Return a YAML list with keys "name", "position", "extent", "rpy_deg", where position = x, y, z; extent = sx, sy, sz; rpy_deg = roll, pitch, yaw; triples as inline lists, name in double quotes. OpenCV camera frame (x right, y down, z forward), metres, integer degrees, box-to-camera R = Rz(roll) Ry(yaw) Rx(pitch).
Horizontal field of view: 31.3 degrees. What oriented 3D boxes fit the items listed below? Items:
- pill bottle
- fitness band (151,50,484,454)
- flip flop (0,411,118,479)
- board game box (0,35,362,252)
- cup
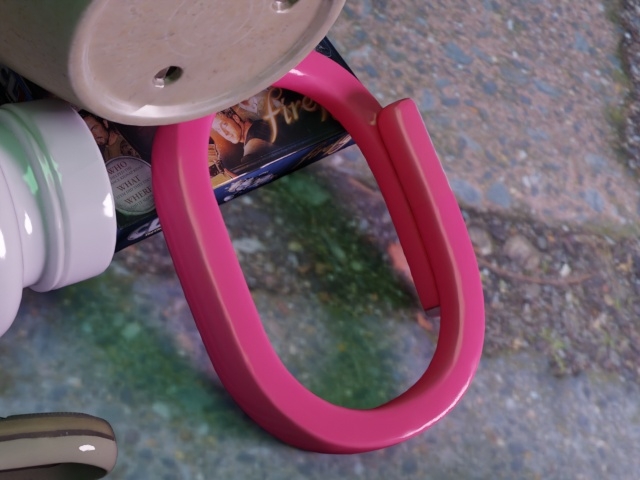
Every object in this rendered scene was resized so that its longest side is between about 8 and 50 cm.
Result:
- name: "pill bottle"
  position: [-0.257, 0.003, 0.617]
  extent: [0.272, 0.152, 0.152]
  rpy_deg: [-17, 70, -33]
- name: "fitness band"
  position: [0.000, 0.000, 0.778]
  extent: [0.209, 0.054, 0.291]
  rpy_deg: [-18, 84, -32]
- name: "flip flop"
  position: [-0.237, 0.140, 0.586]
  extent: [0.277, 0.112, 0.080]
  rpy_deg: [0, 76, -32]
- name: "board game box"
  position: [-0.093, -0.107, 0.830]
  extent: [0.243, 0.042, 0.165]
  rpy_deg: [-28, 76, -35]
- name: "cup"
  position: [-0.108, -0.208, 0.659]
  extent: [0.331, 0.331, 0.237]
  rpy_deg: [-15, 64, -32]
